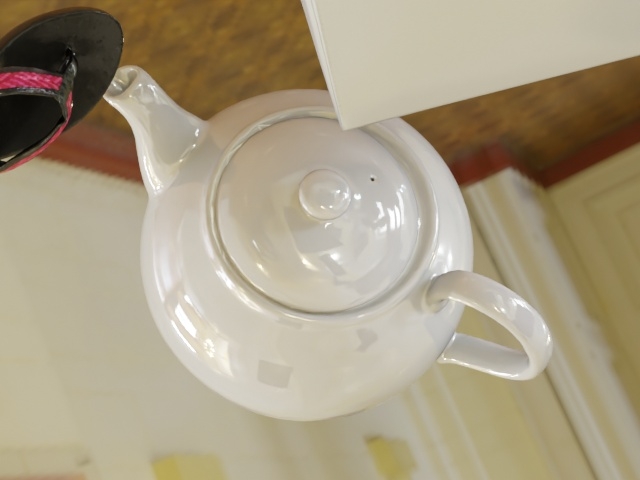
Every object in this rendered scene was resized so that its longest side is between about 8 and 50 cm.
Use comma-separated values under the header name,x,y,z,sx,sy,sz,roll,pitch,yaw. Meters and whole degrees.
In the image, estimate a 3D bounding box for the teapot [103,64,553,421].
name,x,y,z,sx,sy,sz,roll,pitch,yaw
teapot,0.000,0.000,1.088,0.256,0.252,0.187,-11,165,-11

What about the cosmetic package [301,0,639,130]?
name,x,y,z,sx,sy,sz,roll,pitch,yaw
cosmetic package,0.082,-0.188,0.576,0.225,0.224,0.138,-13,156,0

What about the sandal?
name,x,y,z,sx,sy,sz,roll,pitch,yaw
sandal,-0.167,-0.059,0.809,0.179,0.040,0.067,-35,132,-27
